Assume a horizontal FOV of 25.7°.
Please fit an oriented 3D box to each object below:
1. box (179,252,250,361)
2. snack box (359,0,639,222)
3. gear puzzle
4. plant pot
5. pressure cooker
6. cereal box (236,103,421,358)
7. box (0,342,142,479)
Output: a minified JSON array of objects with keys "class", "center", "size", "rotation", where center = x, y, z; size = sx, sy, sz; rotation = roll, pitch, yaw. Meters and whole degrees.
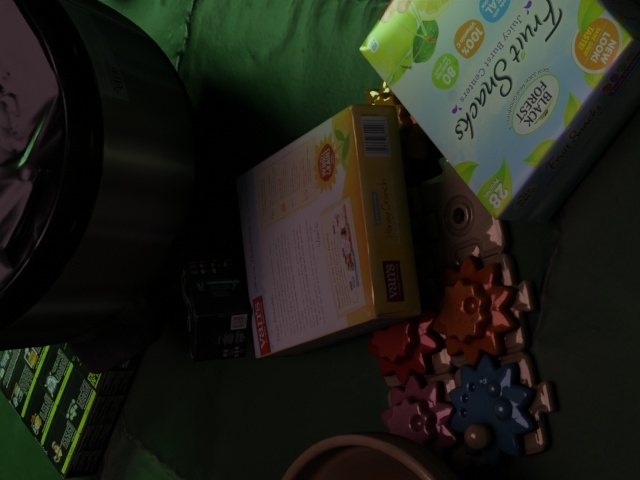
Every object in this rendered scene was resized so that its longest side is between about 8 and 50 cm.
[{"class":"box","center":[-0.100,0.061,1.307],"size":[0.083,0.052,0.062],"rotation":[-111,22,-47]},{"class":"snack box","center":[0.144,-0.145,1.064],"size":[0.207,0.070,0.174],"rotation":[54,125,32]},{"class":"gear puzzle","center":[0.086,0.020,1.140],"size":[0.175,0.044,0.339],"rotation":[-22,73,45]},{"class":"plant pot","center":[0.071,0.262,1.098],"size":[0.237,0.109,0.237],"rotation":[4,96,46]},{"class":"pressure cooker","center":[-0.304,-0.070,1.313],"size":[0.375,0.420,0.370],"rotation":[12,92,13]},{"class":"cereal box","center":[0.000,0.000,1.190],"size":[0.240,0.047,0.173],"rotation":[-24,70,62]},{"class":"box","center":[-0.276,0.129,1.534],"size":[0.184,0.045,0.191],"rotation":[41,117,37]}]
